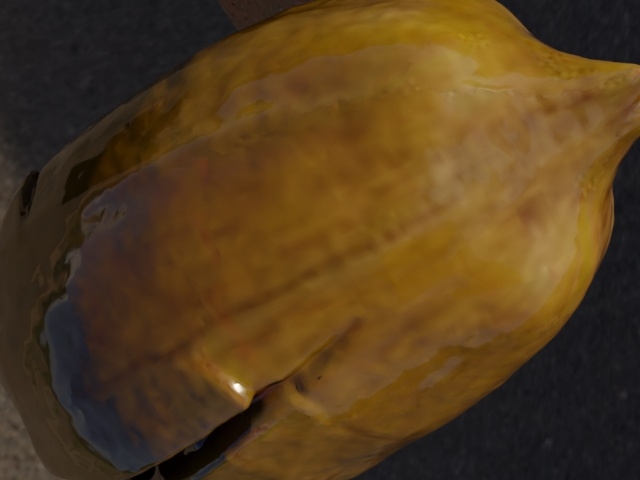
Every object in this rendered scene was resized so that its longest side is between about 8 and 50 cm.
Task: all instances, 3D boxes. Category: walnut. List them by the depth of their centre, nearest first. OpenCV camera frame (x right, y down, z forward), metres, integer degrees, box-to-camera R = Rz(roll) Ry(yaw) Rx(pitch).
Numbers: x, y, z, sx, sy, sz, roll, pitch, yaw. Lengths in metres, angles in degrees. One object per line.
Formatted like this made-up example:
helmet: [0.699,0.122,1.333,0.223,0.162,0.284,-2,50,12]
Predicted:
walnut: [0.000,0.000,0.736,0.336,0.209,0.209,-27,99,33]

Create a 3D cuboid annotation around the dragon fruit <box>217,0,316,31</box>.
dragon fruit: [-0.006,-0.190,1.053,0.163,0.189,0.261,-31,120,7]
